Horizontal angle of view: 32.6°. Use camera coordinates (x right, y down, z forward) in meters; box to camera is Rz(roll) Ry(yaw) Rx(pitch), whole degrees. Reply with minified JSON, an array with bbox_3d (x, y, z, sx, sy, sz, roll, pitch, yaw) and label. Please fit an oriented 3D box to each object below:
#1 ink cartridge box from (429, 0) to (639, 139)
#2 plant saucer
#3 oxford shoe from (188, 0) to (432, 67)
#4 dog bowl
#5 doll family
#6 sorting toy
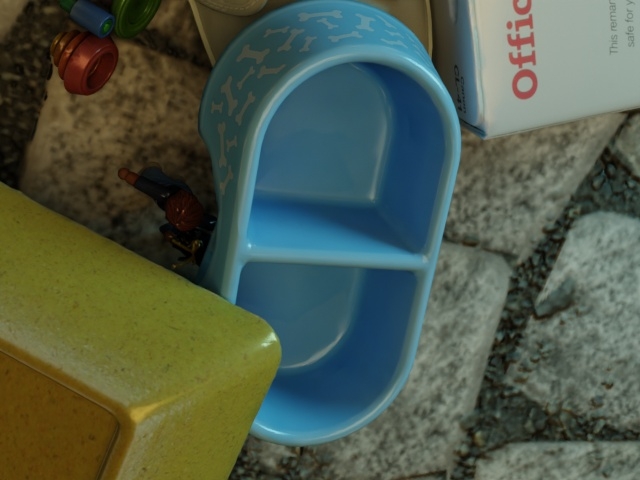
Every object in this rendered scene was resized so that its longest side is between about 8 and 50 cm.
[{"bbox_3d":[0.225,-0.218,0.774,0.306,0.131,0.226,-11,109,-9],"label":"ink cartridge box"},{"bbox_3d":[-0.235,0.133,0.697,0.332,0.081,0.333,27,111,7],"label":"plant saucer"},{"bbox_3d":[-0.013,-0.220,0.694,0.169,0.130,0.450,-9,118,-3],"label":"oxford shoe"},{"bbox_3d":[0.000,0.000,0.703,0.165,0.074,0.297,4,111,-20],"label":"dog bowl"},{"bbox_3d":[-0.059,0.000,0.783,0.192,0.111,0.076,15,104,-19],"label":"doll family"},{"bbox_3d":[-0.153,-0.150,0.746,0.042,0.061,0.102,34,90,12],"label":"sorting toy"}]
